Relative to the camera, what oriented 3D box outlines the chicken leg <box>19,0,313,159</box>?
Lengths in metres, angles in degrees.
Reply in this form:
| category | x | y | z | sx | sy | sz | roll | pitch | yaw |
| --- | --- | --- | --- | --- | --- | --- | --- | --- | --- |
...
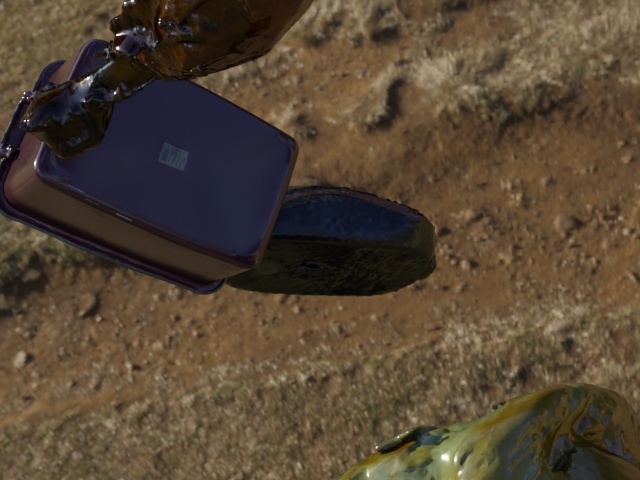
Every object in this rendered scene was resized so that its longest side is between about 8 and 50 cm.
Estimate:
| category | x | y | z | sx | sy | sz | roll | pitch | yaw |
| --- | --- | --- | --- | --- | --- | --- | --- | --- | --- |
| chicken leg | -0.106 | -0.131 | 0.621 | 0.304 | 0.093 | 0.113 | -26 | 13 | 44 |

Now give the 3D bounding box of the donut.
| category | x | y | z | sx | sy | sz | roll | pitch | yaw |
| --- | --- | --- | --- | --- | --- | --- | --- | --- | --- |
| donut | 0.143 | 0.251 | 0.794 | 0.360 | 0.360 | 0.170 | -23 | 65 | -1 |

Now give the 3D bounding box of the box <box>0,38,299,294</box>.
| category | x | y | z | sx | sy | sz | roll | pitch | yaw |
| --- | --- | --- | --- | --- | --- | --- | --- | --- | --- |
| box | -0.176 | -0.073 | 0.972 | 0.167 | 0.294 | 0.193 | -11 | 58 | 63 |

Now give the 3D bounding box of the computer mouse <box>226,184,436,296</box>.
| category | x | y | z | sx | sy | sz | roll | pitch | yaw |
| --- | --- | --- | --- | --- | --- | --- | --- | --- | --- |
| computer mouse | -0.001 | -0.005 | 1.225 | 0.323 | 0.183 | 0.116 | 4 | 62 | -20 |
